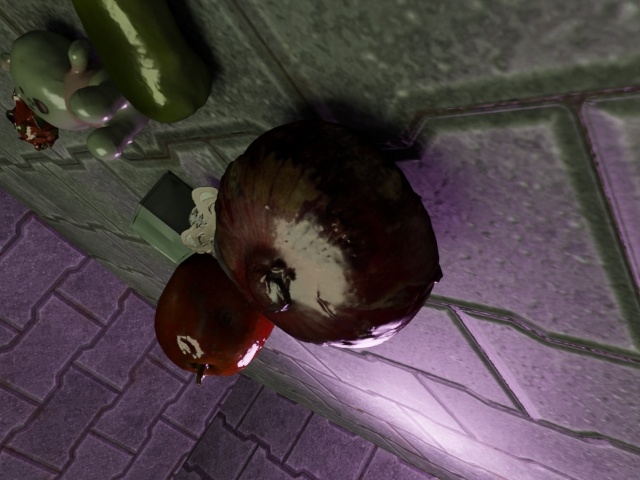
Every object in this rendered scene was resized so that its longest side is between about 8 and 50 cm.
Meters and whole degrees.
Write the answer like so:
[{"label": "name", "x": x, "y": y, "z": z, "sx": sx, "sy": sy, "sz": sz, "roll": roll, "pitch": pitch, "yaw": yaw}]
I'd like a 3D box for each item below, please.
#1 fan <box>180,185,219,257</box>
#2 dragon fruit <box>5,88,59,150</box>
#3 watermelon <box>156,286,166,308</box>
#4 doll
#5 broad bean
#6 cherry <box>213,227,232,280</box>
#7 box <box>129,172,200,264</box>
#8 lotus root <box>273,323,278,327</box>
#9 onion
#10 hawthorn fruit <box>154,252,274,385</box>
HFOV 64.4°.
[{"label": "fan", "x": -0.121, "y": -0.002, "z": 0.861, "sx": 0.226, "sy": 0.008, "sz": 0.152, "roll": 22, "pitch": 129, "yaw": -10}, {"label": "dragon fruit", "x": -0.547, "y": -0.232, "z": 0.966, "sx": 0.116, "sy": 0.086, "sz": 0.081, "roll": 61, "pitch": -175, "yaw": -36}, {"label": "watermelon", "x": -0.297, "y": 0.257, "z": 1.486, "sx": 0.258, "sy": 0.228, "sz": 0.387, "roll": 6, "pitch": 138, "yaw": 35}, {"label": "doll", "x": -0.323, "y": -0.201, "z": 0.680, "sx": 0.275, "sy": 0.113, "sz": 0.155, "roll": 29, "pitch": 150, "yaw": 32}, {"label": "broad bean", "x": -0.179, "y": -0.199, "z": 0.518, "sx": 0.124, "sy": 0.082, "sz": 0.174, "roll": 15, "pitch": 141, "yaw": 40}, {"label": "cherry", "x": -0.061, "y": 0.017, "z": 0.718, "sx": 0.176, "sy": 0.140, "sz": 0.176, "roll": 34, "pitch": -176, "yaw": -3}, {"label": "box", "x": -0.288, "y": -0.037, "z": 0.996, "sx": 0.129, "sy": 0.086, "sz": 0.225, "roll": 40, "pitch": 158, "yaw": -13}, {"label": "lotus root", "x": -0.016, "y": 0.114, "z": 0.884, "sx": 0.221, "sy": 0.125, "sz": 0.118, "roll": 14, "pitch": 111, "yaw": 32}, {"label": "onion", "x": 0.000, "y": 0.000, "z": 0.520, "sx": 0.246, "sy": 0.190, "sz": 0.246, "roll": 28, "pitch": 140, "yaw": 26}, {"label": "hawthorn fruit", "x": -0.235, "y": 0.175, "z": 1.127, "sx": 0.275, "sy": 0.300, "sz": 0.275, "roll": 7, "pitch": 147, "yaw": 5}]
